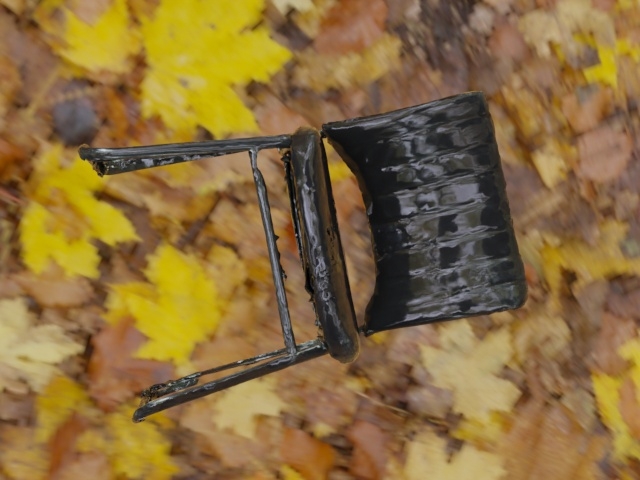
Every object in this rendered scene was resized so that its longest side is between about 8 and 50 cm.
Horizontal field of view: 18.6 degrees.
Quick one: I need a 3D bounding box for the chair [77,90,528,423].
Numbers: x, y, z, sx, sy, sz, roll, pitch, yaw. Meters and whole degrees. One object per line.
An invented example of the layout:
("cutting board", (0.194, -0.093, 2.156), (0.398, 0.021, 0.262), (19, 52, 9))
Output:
("chair", (0.000, 0.000, 1.010), (0.221, 0.145, 0.140), (-11, 92, -3))
